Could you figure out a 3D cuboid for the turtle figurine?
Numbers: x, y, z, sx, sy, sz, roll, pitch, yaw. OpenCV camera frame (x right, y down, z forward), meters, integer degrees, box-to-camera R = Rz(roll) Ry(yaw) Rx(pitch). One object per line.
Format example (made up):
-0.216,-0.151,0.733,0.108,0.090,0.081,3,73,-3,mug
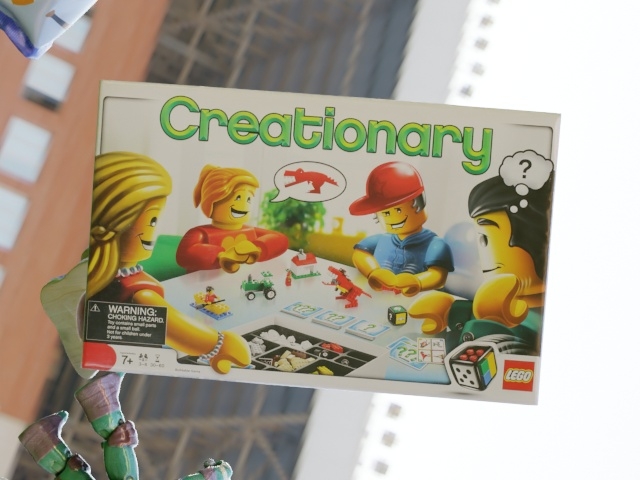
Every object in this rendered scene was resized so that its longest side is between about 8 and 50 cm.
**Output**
-0.159,0.239,1.432,0.175,0.234,0.118,-33,173,3,turtle figurine

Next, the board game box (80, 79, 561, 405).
0.000,0.000,1.095,0.053,0.305,0.193,-36,130,-85,board game box

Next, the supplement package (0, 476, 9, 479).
-0.397,0.359,1.819,0.262,0.204,0.145,96,16,-60,supplement package

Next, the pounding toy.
-0.120,0.034,1.521,0.269,0.154,0.155,-29,-168,46,pounding toy

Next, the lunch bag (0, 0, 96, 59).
-0.224,-0.412,1.693,0.328,0.239,0.385,-46,-167,28,lunch bag
